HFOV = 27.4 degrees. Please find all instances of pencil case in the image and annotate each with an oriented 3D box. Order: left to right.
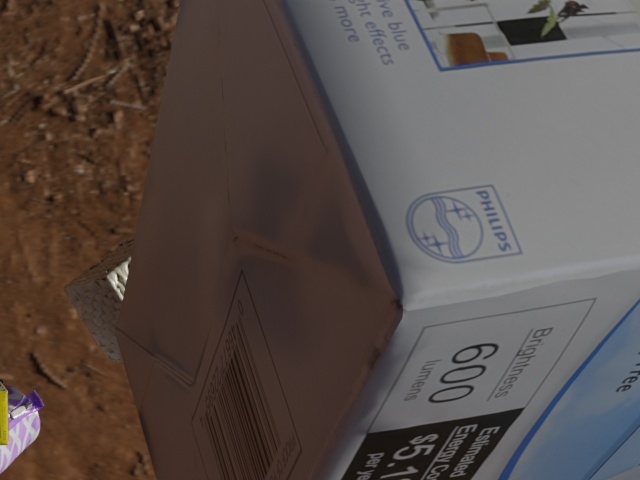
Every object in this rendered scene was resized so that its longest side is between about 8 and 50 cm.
[{"bbox_3d":[-0.389,0.238,1.467,0.086,0.088,0.206,61,27,-12],"label":"pencil case"}]

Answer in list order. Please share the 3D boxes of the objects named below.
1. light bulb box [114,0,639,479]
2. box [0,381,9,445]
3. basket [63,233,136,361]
[{"bbox_3d":[0.114,0.011,0.648,0.361,0.358,0.225,-8,57,-21],"label":"light bulb box"},{"bbox_3d":[-0.364,0.169,1.365,0.054,0.169,0.059,-2,96,-21],"label":"box"},{"bbox_3d":[-0.181,0.058,1.359,0.103,0.167,0.113,-36,100,-25],"label":"basket"}]
